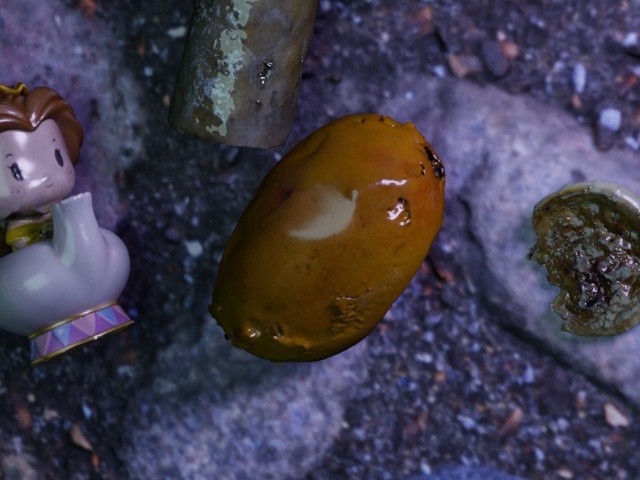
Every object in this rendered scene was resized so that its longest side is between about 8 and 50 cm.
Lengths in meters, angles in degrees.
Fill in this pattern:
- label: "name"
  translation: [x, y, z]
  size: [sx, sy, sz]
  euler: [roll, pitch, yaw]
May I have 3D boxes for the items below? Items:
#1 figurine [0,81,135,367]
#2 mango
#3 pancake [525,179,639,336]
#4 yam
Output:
- label: "figurine"
  translation: [-0.262, -0.025, 1.700]
  size: [0.189, 0.142, 0.263]
  euler: [-27, 86, 47]
- label: "mango"
  translation: [0.000, 0.000, 1.600]
  size: [0.248, 0.151, 0.156]
  euler: [-48, 47, 27]
- label: "pancake"
  translation: [0.228, 0.013, 1.561]
  size: [0.116, 0.022, 0.129]
  euler: [-25, 92, 24]
- label: "yam"
  translation: [-0.057, -0.180, 1.607]
  size: [0.107, 0.107, 0.194]
  euler: [18, 104, 20]
